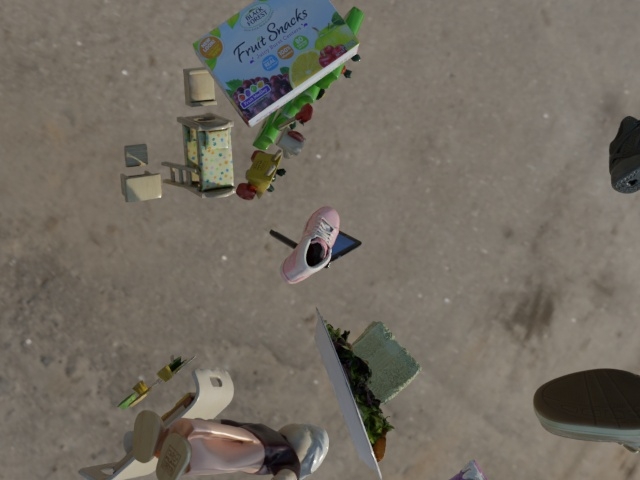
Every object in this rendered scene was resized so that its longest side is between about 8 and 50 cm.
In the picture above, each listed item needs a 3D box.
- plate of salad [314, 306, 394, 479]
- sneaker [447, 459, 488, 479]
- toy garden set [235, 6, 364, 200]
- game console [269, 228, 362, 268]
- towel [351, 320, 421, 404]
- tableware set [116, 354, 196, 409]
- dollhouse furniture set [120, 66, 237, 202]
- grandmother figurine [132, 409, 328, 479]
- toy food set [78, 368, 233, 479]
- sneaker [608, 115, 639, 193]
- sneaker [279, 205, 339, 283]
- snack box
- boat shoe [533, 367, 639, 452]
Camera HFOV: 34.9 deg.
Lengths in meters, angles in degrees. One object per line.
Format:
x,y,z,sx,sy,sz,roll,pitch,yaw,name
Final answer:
0.039,0.163,1.107,0.048,0.200,0.200,-21,129,-2,plate of salad
0.253,0.484,1.818,0.104,0.236,0.095,-30,95,12,sneaker
-0.023,-0.166,1.354,0.049,0.244,0.204,30,62,-15,toy garden set
-0.010,-0.004,1.714,0.107,0.122,0.071,32,88,-29,game console
0.086,0.191,1.548,0.027,0.110,0.148,-36,171,-39,towel
-0.268,0.223,1.617,0.024,0.154,0.104,52,51,-4,tableware set
-0.216,-0.154,1.504,0.160,0.101,0.182,-11,109,-25,dollhouse furniture set
-0.110,0.315,1.538,0.342,0.208,0.104,11,113,-50,grandmother figurine
-0.325,0.370,2.053,0.306,0.092,0.220,-42,165,3,toy food set
0.608,-0.191,1.815,0.087,0.130,0.227,22,139,-32,sneaker
0.000,0.000,1.395,0.051,0.070,0.134,42,57,-13,sneaker
-0.045,-0.198,1.045,0.141,0.100,0.037,-36,175,-5,snack box
0.424,0.236,1.329,0.302,0.109,0.098,-1,127,-6,boat shoe
